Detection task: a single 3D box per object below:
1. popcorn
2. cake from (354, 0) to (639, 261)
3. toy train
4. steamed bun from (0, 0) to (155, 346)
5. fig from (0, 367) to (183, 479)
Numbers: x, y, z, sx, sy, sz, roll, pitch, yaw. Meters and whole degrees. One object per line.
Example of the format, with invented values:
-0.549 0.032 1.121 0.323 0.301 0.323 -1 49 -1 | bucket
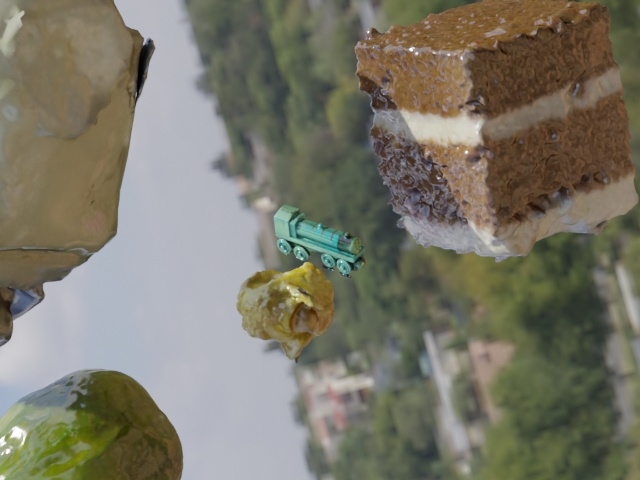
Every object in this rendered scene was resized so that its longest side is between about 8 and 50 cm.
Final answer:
-0.025 0.065 1.556 0.084 0.084 0.084 165 90 -88 | popcorn
0.115 -0.074 1.211 0.134 0.135 0.147 17 123 54 | cake
0.000 0.000 1.646 0.029 0.092 0.045 -47 -36 -38 | toy train
-0.277 -0.030 1.205 0.346 0.394 0.237 -31 -77 -67 | steamed bun
-0.249 0.226 1.811 0.167 0.233 0.167 58 -179 -2 | fig
